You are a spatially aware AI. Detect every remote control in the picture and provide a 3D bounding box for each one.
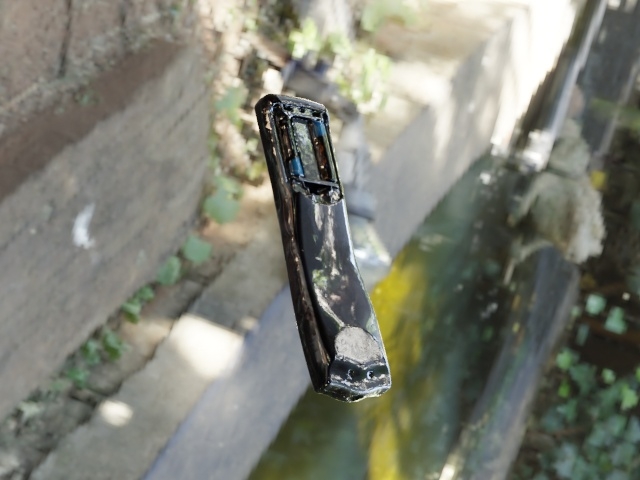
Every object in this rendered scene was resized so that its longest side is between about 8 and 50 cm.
[{"bbox_3d":[0.000,0.000,0.781,0.059,0.028,0.212,10,56,-41],"label":"remote control"}]
